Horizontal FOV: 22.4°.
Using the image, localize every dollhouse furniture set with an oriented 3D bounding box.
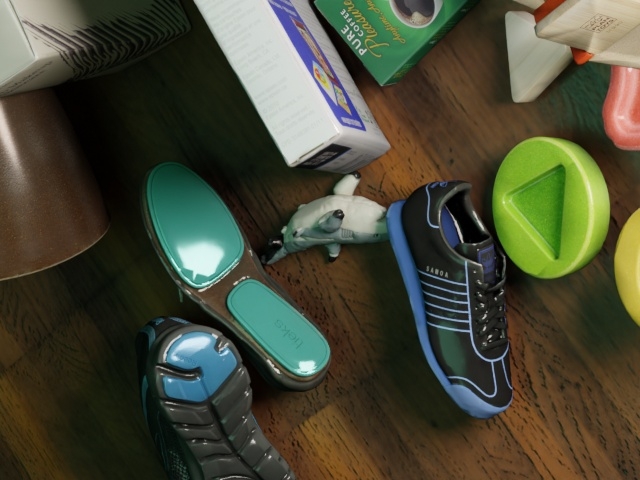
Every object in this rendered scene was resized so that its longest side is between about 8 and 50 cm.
[{"bbox_3d":[0.219,-0.278,1.319,0.262,0.135,0.259,-38,53,43],"label":"dollhouse furniture set"}]

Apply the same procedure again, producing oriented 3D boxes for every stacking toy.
[{"bbox_3d":[0.297,-0.083,1.447,0.279,0.130,0.309,14,106,52],"label":"stacking toy"}]

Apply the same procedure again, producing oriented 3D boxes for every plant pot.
[{"bbox_3d":[-0.346,-0.104,1.661,0.215,0.215,0.230,3,117,28],"label":"plant pot"}]

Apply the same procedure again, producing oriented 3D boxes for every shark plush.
[{"bbox_3d":[0.000,0.000,1.625,0.161,0.073,0.067,-30,116,25],"label":"shark plush"}]

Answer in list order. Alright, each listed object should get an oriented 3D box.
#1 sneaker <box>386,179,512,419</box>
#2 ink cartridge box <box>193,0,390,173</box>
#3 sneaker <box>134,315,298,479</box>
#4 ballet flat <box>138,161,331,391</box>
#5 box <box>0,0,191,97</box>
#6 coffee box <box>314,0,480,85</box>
[{"bbox_3d":[0.140,0.055,1.536,0.090,0.081,0.232,-25,87,47],"label":"sneaker"},{"bbox_3d":[-0.052,-0.207,1.465,0.072,0.303,0.307,-32,85,11],"label":"ink cartridge box"},{"bbox_3d":[-0.105,0.232,1.708,0.140,0.125,0.341,24,131,64],"label":"sneaker"},{"bbox_3d":[-0.100,0.048,1.661,0.280,0.095,0.096,53,155,6],"label":"ballet flat"},{"bbox_3d":[-0.252,-0.211,1.584,0.113,0.275,0.094,-26,90,31],"label":"box"},{"bbox_3d":[0.091,-0.247,1.529,0.113,0.040,0.184,50,118,11],"label":"coffee box"}]
